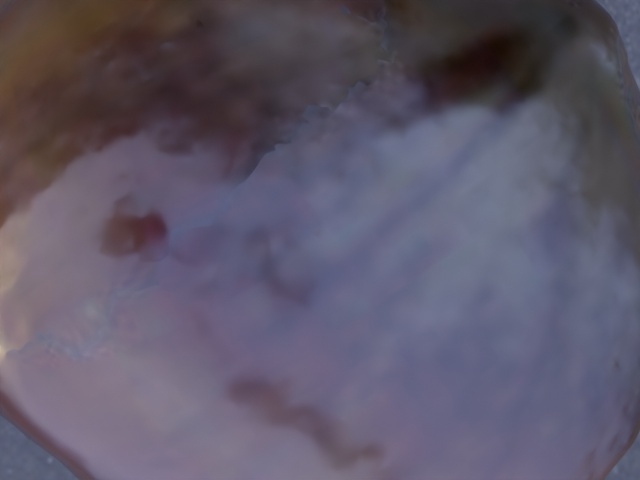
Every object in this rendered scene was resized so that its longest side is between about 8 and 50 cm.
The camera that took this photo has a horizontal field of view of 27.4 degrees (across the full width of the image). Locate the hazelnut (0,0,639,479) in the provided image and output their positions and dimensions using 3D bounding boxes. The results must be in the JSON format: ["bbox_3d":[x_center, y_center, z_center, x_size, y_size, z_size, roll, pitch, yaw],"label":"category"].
[{"bbox_3d":[0.000,0.000,0.691,0.409,0.359,0.359,29,134,-16],"label":"hazelnut"}]
